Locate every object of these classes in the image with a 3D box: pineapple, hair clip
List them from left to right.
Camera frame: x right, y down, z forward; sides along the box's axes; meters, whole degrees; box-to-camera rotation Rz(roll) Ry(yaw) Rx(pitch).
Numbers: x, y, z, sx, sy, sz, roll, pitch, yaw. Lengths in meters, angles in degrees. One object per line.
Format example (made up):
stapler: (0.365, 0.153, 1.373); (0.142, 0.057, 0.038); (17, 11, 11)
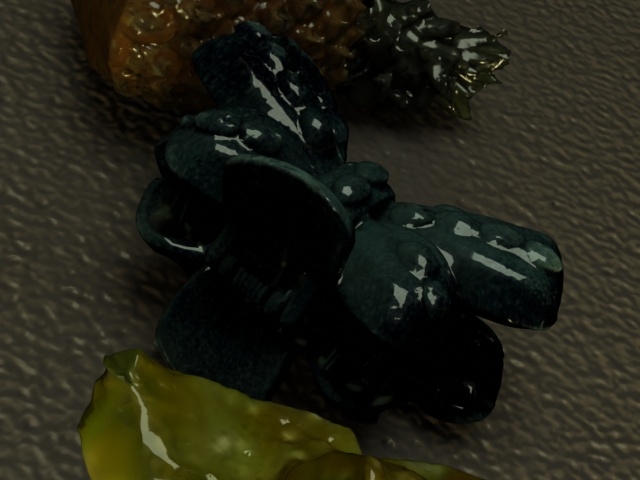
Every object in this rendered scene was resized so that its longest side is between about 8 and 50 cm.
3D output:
pineapple: (-0.016, -0.184, 1.246); (0.362, 0.202, 0.202); (9, 42, -29)
hair clip: (0.000, 0.004, 1.064); (0.310, 0.194, 0.206); (38, 34, 15)

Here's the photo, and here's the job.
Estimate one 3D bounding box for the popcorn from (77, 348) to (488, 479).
popcorn: (0.011, 0.228, 0.743); (0.321, 0.290, 0.325); (16, 11, 12)
